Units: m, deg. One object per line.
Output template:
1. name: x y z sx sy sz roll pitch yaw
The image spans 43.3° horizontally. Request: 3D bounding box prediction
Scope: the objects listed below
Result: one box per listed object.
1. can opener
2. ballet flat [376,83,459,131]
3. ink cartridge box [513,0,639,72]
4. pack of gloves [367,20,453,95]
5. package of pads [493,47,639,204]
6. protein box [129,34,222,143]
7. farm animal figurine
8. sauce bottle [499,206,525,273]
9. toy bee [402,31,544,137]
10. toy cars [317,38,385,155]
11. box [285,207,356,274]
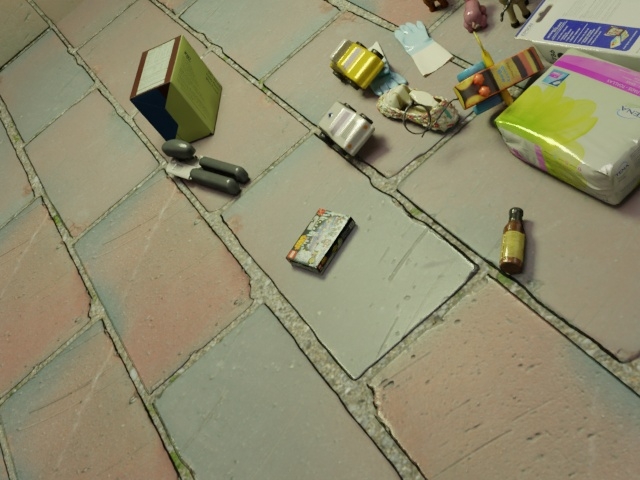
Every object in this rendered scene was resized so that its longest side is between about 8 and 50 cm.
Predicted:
1. can opener: -0.301 -0.187 2.000 0.283 0.095 0.076 19 67 44
2. ballet flat: 0.204 -0.304 1.765 0.241 0.077 0.091 24 72 45
3. ink cartridge box: 0.574 -0.423 1.623 0.333 0.065 0.165 26 71 44
4. pack of gloves: 0.183 -0.449 1.932 0.195 0.046 0.232 -33 42 7
5. package of pads: 0.490 -0.212 1.467 0.229 0.101 0.296 -44 42 -6
6. protein box: -0.384 -0.397 2.163 0.136 0.200 0.201 -17 46 22
7. farm animal figurine: 0.380 -0.657 1.880 0.330 0.172 0.326 24 69 45
8. sauce bottle: 0.343 -0.003 1.430 0.042 0.042 0.128 -6 52 31
9. toy bee: 0.333 -0.298 1.597 0.298 0.195 0.162 -49 6 -7
10. toy cars: 0.055 -0.350 1.872 0.176 0.087 0.393 -25 42 39
11. box: 0.000 0.000 1.677 0.094 0.027 0.137 15 64 43
